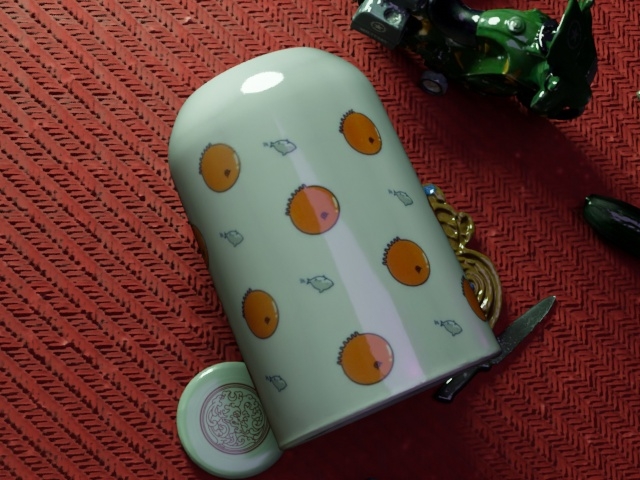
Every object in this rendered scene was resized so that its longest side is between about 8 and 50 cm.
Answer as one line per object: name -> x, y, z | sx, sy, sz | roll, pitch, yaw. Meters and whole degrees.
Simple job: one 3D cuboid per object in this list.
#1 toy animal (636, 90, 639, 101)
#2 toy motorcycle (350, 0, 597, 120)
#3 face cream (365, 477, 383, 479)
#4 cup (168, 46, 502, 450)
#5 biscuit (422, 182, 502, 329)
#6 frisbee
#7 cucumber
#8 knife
toy animal -> 0.383, -0.102, 1.214 | 0.137, 0.098, 0.098 | 24, 71, 12
toy motorcycle -> 0.157, -0.204, 1.139 | 0.275, 0.187, 0.124 | 27, 72, -3
face cream -> 0.156, 0.278, 1.072 | 0.250, 0.077, 0.077 | 14, 74, -9
cup -> 0.000, 0.000, 1.039 | 0.212, 0.212, 0.317 | -21, 81, -16
biscuit -> 0.113, 0.029, 1.154 | 0.124, 0.026, 0.175 | -16, 80, -16
frisbee -> -0.079, 0.167, 1.083 | 0.110, 0.014, 0.110 | 3, 75, -11
cucumber -> 0.314, -0.013, 1.198 | 0.105, 0.048, 0.048 | 27, 72, -2
knife -> 0.177, 0.107, 1.156 | 0.170, 0.010, 0.023 | -39, 86, -20
